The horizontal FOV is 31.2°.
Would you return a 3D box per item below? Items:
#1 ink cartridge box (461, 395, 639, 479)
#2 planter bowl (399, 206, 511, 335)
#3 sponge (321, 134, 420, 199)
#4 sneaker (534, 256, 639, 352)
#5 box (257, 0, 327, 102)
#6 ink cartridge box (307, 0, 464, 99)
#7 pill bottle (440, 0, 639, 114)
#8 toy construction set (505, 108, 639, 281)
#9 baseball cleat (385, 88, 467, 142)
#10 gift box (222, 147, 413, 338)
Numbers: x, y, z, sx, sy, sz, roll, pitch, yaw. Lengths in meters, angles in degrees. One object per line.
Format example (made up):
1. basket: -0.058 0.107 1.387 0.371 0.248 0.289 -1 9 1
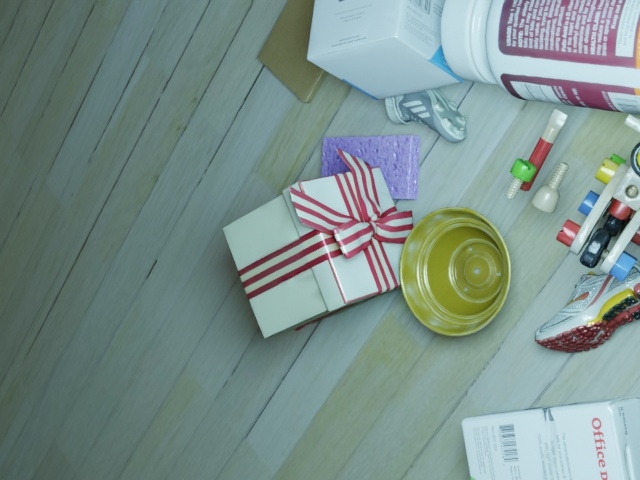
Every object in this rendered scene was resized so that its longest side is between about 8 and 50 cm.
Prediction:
1. ink cartridge box: 0.378 0.361 1.816 0.272 0.114 0.199 -14 81 40
2. planter bowl: 0.247 0.052 1.949 0.217 0.090 0.217 -1 88 38
3. sponge: 0.090 -0.134 2.127 0.210 0.031 0.117 3 92 40
4. sneaker: 0.431 0.105 1.811 0.225 0.088 0.093 -37 46 34
5. box: -0.027 -0.396 2.237 0.164 0.021 0.201 46 118 31
6. ink cartridge box: 0.125 -0.412 1.955 0.197 0.198 0.270 -6 69 41
7. pill bottle: 0.395 -0.316 1.745 0.392 0.224 0.224 15 99 39
8. toy construction set: 0.438 -0.105 1.683 0.309 0.257 0.237 41 118 36
9. baseball cleat: 0.184 -0.226 2.033 0.109 0.072 0.206 -54 48 33
10. gift box: 0.000 0.000 2.032 0.258 0.255 0.276 -25 87 41
